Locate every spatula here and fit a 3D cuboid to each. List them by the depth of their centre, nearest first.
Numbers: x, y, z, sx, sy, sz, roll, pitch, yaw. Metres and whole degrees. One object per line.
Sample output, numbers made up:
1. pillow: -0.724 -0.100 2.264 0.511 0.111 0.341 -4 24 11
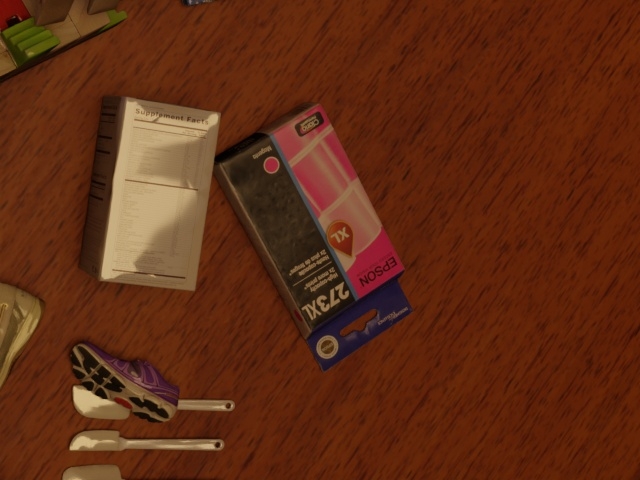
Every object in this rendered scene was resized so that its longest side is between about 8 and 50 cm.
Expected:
1. spatula: -0.243 0.293 1.959 0.242 0.019 0.168 5 88 -24

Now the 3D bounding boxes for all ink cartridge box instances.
1. ink cartridge box: 0.000 0.000 2.003 0.176 0.069 0.371 -33 109 -16

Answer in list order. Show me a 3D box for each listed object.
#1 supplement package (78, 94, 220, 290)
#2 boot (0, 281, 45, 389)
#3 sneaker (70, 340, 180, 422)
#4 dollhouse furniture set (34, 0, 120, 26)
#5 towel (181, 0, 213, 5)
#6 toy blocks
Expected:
1. supplement package: -0.232 -0.066 1.857 0.139 0.134 0.244 8 93 -23
2. boot: -0.483 0.134 1.808 0.165 0.077 0.213 34 78 -23
3. sneaker: -0.272 0.190 1.917 0.170 0.068 0.071 35 44 -17
4. dollhouse furniture set: -0.367 -0.401 1.637 0.259 0.135 0.262 -19 79 -33
5. towel: -0.065 -0.480 1.933 0.336 0.040 0.243 -18 101 -20
6. toy blocks: -0.458 -0.321 1.727 0.381 0.191 0.261 -32 98 -27
